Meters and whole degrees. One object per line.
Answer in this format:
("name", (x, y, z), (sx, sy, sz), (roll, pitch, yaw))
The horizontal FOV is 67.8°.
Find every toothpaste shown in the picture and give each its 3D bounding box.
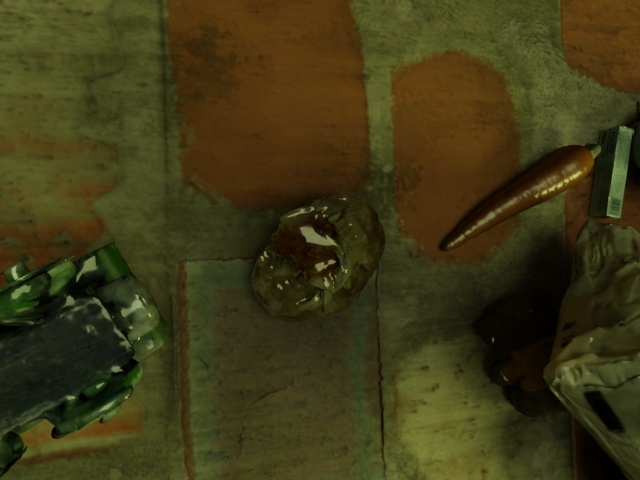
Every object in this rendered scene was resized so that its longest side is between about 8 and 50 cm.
("toothpaste", (0.519, -0.120, 0.853), (0.034, 0.046, 0.164), (9, 88, -14))

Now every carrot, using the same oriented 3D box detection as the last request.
("carrot", (0.336, -0.077, 0.799), (0.336, 0.069, 0.069), (-30, 99, -7))

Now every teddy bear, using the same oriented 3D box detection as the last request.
("teddy bear", (0.349, 0.176, 0.766), (0.177, 0.140, 0.190), (-36, 82, 4))

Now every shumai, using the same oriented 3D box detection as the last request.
("shumai", (0.005, 0.024, 0.639), (0.210, 0.153, 0.161), (-30, 91, -9))

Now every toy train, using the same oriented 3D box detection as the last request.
("toy train", (-0.319, 0.127, 0.507), (0.307, 0.249, 0.173), (-32, 102, -13))

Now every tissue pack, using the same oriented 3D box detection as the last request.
("tissue pack", (0.475, 0.179, 0.644), (0.390, 0.195, 0.375), (53, 38, -1))

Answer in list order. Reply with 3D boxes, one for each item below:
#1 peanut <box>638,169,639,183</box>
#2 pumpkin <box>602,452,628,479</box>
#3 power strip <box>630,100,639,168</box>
("peanut", (0.659, -0.139, 0.882), (0.152, 0.076, 0.076), (-26, 98, -12))
("pumpkin", (0.617, 0.385, 0.792), (0.248, 0.248, 0.247), (0, 91, -16))
("power strip", (0.618, -0.173, 0.836), (0.137, 0.044, 0.215), (-2, 56, 5))
